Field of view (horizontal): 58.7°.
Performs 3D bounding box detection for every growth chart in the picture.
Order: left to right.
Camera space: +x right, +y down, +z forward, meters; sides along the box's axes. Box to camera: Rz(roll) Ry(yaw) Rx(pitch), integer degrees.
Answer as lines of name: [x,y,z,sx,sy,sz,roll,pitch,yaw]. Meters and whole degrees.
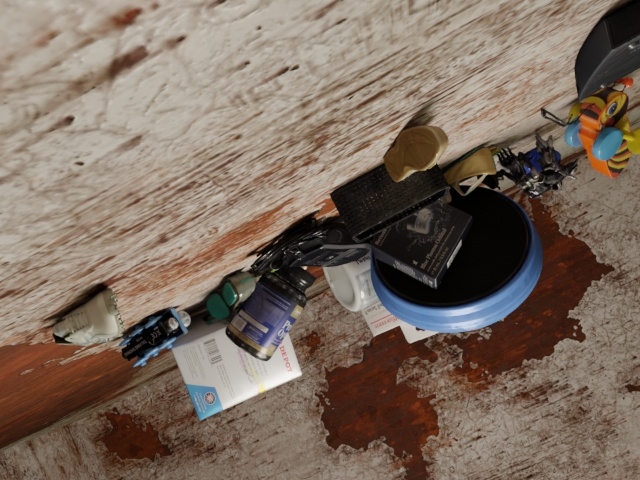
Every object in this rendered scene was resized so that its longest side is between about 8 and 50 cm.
growth chart: [-0.109,0.079,1.433,0.172,0.021,0.237,-25,171,-8]

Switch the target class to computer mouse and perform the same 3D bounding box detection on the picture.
computer mouse: [0.000,0.000,1.153,0.188,0.072,0.272,-30,159,32]

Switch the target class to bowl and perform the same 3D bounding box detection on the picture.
bowl: [0.298,0.025,1.304,0.391,0.391,0.077,-27,134,0]

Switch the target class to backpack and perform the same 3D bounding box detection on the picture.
backpack: [0.652,-0.226,1.688,0.120,0.101,0.098,-58,-172,-21]

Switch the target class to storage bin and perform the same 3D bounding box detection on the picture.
storage bin: [0.119,-0.077,0.970,0.180,0.084,0.122,-27,172,7]

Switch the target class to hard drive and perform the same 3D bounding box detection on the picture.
hard drive: [0.456,-0.290,0.820,0.172,0.054,0.255,-29,172,14]

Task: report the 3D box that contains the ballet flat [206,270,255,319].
ballet flat: [-0.195,0.125,1.272,0.068,0.072,0.213,-28,173,-32]

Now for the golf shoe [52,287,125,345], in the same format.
golf shoe: [-0.340,0.123,0.827,0.086,0.069,0.176,-14,164,-36]

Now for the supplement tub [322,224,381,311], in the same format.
supplement tub: [0.180,0.046,1.535,0.316,0.193,0.193,-24,171,-21]

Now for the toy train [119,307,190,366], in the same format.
toy train: [-0.362,0.209,1.254,0.184,0.080,0.105,-34,178,29]

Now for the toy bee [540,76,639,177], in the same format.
toy bee: [0.600,-0.249,1.179,0.162,0.195,0.298,-54,154,12]

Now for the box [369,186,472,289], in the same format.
box: [0.212,-0.007,1.198,0.156,0.158,0.093,-59,159,-9]

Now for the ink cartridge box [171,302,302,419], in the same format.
ink cartridge box: [-0.219,0.276,1.431,0.270,0.198,0.197,-20,-167,-15]

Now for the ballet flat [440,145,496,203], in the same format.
ballet flat: [0.283,-0.120,1.252,0.080,0.073,0.232,-18,168,-46]

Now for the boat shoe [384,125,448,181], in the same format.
boat shoe: [0.143,-0.131,0.811,0.059,0.063,0.170,-28,-178,-14]

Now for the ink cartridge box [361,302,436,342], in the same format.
ink cartridge box: [0.208,0.156,1.733,0.119,0.353,0.207,-21,170,-35]

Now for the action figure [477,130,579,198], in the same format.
action figure: [0.508,-0.182,1.380,0.276,0.141,0.164,-1,155,-37]

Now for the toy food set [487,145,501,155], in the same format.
toy food set: [0.361,-0.186,1.278,0.083,0.020,0.082,-23,171,-22]

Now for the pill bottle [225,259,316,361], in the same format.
pill bottle: [-0.108,0.149,1.283,0.219,0.123,0.123,-56,173,-4]
